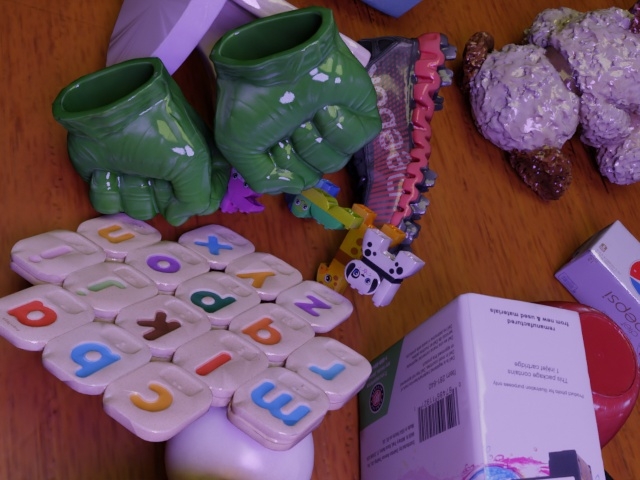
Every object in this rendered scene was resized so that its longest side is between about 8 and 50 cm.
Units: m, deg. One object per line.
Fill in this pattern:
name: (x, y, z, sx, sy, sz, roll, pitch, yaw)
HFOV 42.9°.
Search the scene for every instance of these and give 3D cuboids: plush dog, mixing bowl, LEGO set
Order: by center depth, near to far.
LEGO set: (0.000, 0.000, 0.784, 0.227, 0.093, 0.087, 36, 16, 28)
mixing bowl: (0.252, 0.130, 0.823, 0.182, 0.098, 0.181, 11, 59, -19)
plush dog: (0.289, -0.181, 0.975, 0.226, 0.210, 0.262, -26, 73, -6)

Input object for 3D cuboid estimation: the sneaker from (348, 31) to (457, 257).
sneaker: (0.061, -0.104, 0.867, 0.135, 0.097, 0.276, 10, 70, 1)

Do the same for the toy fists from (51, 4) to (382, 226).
toy fists: (-0.087, -0.090, 0.700, 0.279, 0.142, 0.096, -15, 42, 13)

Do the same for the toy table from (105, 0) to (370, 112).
toy table: (-0.070, -0.235, 0.785, 0.161, 0.274, 0.252, 27, 19, -37)

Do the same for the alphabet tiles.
alphabet tiles: (-0.104, 0.060, 0.657, 0.284, 0.021, 0.278, 30, 27, 20)

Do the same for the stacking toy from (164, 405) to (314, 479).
stacking toy: (-0.095, 0.275, 0.510, 0.351, 0.350, 0.479, 23, 39, -12)

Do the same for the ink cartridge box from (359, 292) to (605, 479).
ink cartridge box: (0.123, 0.212, 0.655, 0.117, 0.201, 0.278, 11, 60, -19)

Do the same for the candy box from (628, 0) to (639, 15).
candy box: (0.532, -0.290, 1.173, 0.187, 0.109, 0.053, 22, 57, -13)

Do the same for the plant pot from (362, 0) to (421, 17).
plant pot: (0.061, -0.398, 0.964, 0.234, 0.165, 0.165, 42, 39, -24)

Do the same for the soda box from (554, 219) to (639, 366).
soda box: (0.373, 0.086, 0.921, 0.216, 0.069, 0.074, 48, 54, 5)

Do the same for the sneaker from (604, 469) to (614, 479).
sneaker: (0.213, 0.227, 0.760, 0.170, 0.089, 0.051, 46, 25, 4)
